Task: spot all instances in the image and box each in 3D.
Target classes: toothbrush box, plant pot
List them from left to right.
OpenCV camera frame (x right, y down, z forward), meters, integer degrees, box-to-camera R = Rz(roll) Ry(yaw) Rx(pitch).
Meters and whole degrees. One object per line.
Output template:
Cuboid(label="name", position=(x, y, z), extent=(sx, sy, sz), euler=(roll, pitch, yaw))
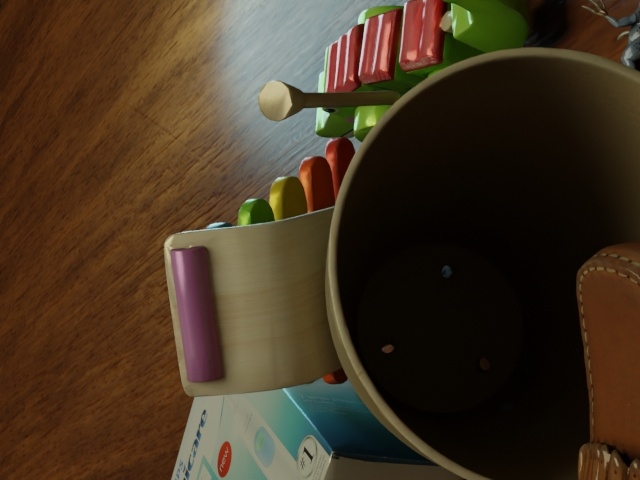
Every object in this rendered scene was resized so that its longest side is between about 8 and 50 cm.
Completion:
Cuboid(label="toothbrush box", position=(-0.018, 0.215, 1.236), extent=(0.295, 0.126, 0.216), euler=(-135, 59, -62))
Cuboid(label="plant pot", position=(0.108, 0.038, 0.939), extent=(0.274, 0.256, 0.256), euler=(134, 142, -76))

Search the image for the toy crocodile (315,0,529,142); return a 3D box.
Cuboid(label="toy crocodile", position=(0.072, -0.153, 1.214), extent=(0.340, 0.105, 0.115), euler=(-15, 67, 63))

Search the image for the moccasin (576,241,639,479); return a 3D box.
Cuboid(label="moccasin", position=(0.163, 0.191, 0.731), extent=(0.139, 0.147, 0.380), euler=(-156, 60, -68))

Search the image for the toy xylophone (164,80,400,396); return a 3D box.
Cuboid(label="toy xylophone", position=(0.000, 0.000, 1.111), extent=(0.081, 0.323, 0.236), euler=(-4, 88, 28))

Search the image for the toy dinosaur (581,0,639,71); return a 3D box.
Cuboid(label="toy dinosaur", position=(0.223, -0.139, 0.994), extent=(0.090, 0.047, 0.082), euler=(28, 99, 30))
